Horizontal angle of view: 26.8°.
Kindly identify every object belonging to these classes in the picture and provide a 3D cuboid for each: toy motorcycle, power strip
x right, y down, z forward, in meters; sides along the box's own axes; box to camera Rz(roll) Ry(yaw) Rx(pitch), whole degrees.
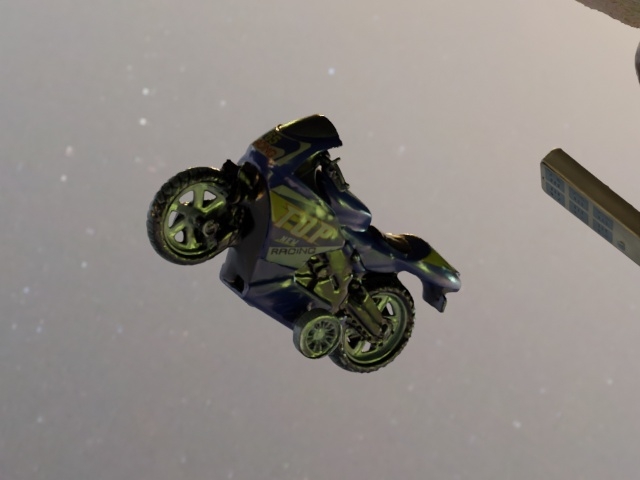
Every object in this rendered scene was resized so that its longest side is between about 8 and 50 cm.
[{"bbox_3d":[0.000,0.000,1.122,0.315,0.169,0.113,34,-179,-40],"label":"toy motorcycle"},{"bbox_3d":[0.344,-0.039,1.648,0.035,0.081,0.192,-42,-115,-12],"label":"power strip"}]

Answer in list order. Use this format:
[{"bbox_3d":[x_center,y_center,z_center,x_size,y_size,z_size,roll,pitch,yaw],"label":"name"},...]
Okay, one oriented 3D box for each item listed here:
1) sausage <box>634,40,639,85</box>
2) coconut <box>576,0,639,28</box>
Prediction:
[{"bbox_3d":[0.450,-0.227,1.468,0.123,0.136,0.501,54,-151,0],"label":"sausage"},{"bbox_3d":[0.274,-0.305,1.158,0.245,0.233,0.233,34,-151,23],"label":"coconut"}]
